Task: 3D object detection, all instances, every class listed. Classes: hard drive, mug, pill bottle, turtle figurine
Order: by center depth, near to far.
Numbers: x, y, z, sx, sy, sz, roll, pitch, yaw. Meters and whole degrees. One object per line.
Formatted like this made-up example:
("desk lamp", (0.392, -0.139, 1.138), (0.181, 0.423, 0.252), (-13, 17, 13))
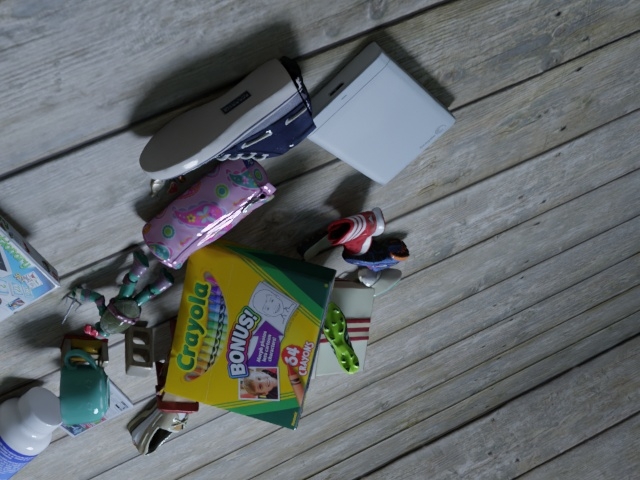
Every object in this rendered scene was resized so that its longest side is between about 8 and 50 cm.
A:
("hard drive", (0.124, -0.258, 1.682), (0.233, 0.047, 0.353), (-41, 147, 17))
("turtle figurine", (-0.439, 0.139, 1.714), (0.234, 0.118, 0.175), (-43, 147, 9))
("mug", (-0.519, 0.331, 1.731), (0.097, 0.129, 0.158), (-2, 137, -10))
("pill bottle", (-0.747, 0.475, 1.882), (0.272, 0.152, 0.152), (-39, 147, 14))

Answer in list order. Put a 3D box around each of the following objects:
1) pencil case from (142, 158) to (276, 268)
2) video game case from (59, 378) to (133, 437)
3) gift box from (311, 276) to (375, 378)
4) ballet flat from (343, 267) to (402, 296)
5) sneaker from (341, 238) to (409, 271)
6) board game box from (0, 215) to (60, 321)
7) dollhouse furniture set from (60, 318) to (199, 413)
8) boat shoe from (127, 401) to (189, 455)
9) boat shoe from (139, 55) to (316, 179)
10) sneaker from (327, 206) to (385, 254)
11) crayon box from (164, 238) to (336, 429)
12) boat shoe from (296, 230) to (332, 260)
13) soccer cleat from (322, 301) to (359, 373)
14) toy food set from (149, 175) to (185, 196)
("pencil case", (-0.225, -0.061, 1.596), (0.284, 0.124, 0.124), (-35, 148, 9))
("video game case", (-0.613, 0.442, 2.071), (0.183, 0.023, 0.201), (-26, 149, -8))
("gift box", (-0.055, 0.209, 1.954), (0.258, 0.276, 0.255), (4, 91, -46))
("ballet flat", (0.104, 0.128, 2.167), (0.248, 0.086, 0.086), (-28, 149, 9))
("sneaker", (0.142, 0.048, 2.096), (0.221, 0.083, 0.087), (3, 140, -39))
("board game box", (-0.635, 0.031, 1.394), (0.193, 0.053, 0.305), (-30, 136, -1))
("dollhouse furniture set", (-0.454, 0.301, 1.929), (0.374, 0.152, 0.201), (9, 134, -23))
("boat shoe", (-0.421, 0.498, 2.230), (0.302, 0.103, 0.113), (-44, 146, 20))
("boat shoe", (-0.159, -0.187, 1.465), (0.340, 0.127, 0.158), (-32, 141, 0))
("sneaker", (0.062, -0.017, 1.903), (0.128, 0.087, 0.221), (-9, 159, -20))
("crayon box", (-0.159, 0.204, 1.742), (0.106, 0.313, 0.363), (-59, 162, -73))
("boat shoe", (0.000, -0.001, 1.943), (0.133, 0.042, 0.049), (-34, 145, -22))
("soccer cleat", (0.041, 0.228, 1.829), (0.060, 0.179, 0.072), (-21, -175, -9))
("toy food set", (-0.291, -0.129, 1.543), (0.078, 0.019, 0.122), (-10, 143, -29))
